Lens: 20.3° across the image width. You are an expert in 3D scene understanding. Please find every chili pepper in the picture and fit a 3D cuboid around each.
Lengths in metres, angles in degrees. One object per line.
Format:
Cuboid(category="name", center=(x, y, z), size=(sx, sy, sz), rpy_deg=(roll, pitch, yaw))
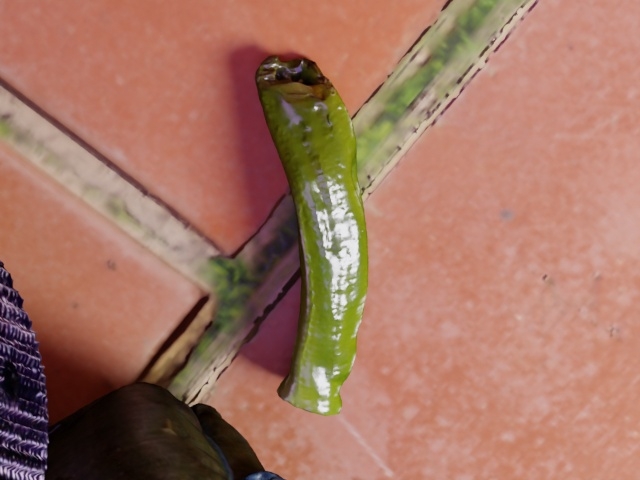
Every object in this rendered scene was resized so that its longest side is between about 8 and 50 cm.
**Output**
Cuboid(category="chili pepper", center=(0.000, 0.000, 0.970), size=(0.052, 0.050, 0.201), rpy_deg=(-13, 110, -30))

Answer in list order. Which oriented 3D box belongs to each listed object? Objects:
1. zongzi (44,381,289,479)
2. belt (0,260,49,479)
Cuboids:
Cuboid(category="zongzi", center=(-0.125, 0.317, 1.056), size=(0.403, 0.208, 0.432), rpy_deg=(-41, 132, -2))
Cuboid(category="belt", center=(-0.278, 0.077, 0.909), size=(0.260, 0.122, 0.325), rpy_deg=(-40, 67, 5))
